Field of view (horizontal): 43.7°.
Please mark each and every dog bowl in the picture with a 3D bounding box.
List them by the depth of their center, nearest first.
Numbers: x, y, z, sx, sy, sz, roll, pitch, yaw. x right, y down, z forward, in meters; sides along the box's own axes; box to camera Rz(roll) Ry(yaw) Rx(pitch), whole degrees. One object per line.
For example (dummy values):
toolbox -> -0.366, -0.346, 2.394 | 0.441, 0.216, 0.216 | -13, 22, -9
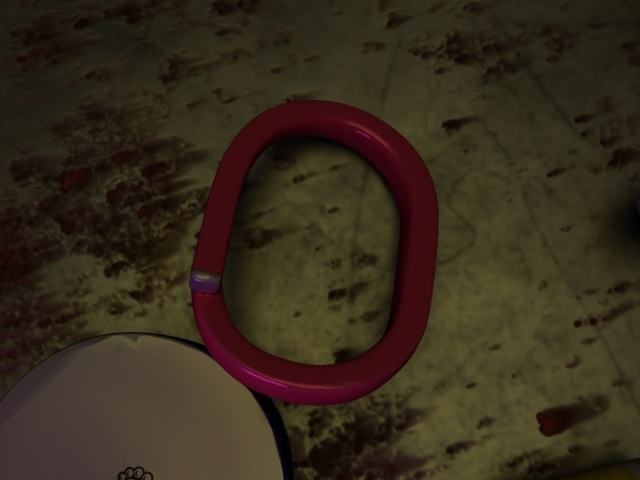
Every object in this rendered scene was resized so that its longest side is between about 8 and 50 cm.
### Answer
dog bowl -> -0.156, 0.212, 0.686 | 0.265, 0.104, 0.264 | 0, 79, 0

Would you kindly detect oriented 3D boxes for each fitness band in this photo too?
fitness band -> 0.000, 0.000, 0.703 | 0.209, 0.054, 0.290 | 14, 59, -6

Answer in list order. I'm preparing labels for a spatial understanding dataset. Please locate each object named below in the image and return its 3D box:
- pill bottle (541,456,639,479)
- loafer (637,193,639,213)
pill bottle -> 0.217, 0.252, 0.676 | 0.184, 0.103, 0.103 | -12, 79, -2
loafer -> 0.412, -0.016, 0.737 | 0.269, 0.092, 0.101 | 23, 81, -12
